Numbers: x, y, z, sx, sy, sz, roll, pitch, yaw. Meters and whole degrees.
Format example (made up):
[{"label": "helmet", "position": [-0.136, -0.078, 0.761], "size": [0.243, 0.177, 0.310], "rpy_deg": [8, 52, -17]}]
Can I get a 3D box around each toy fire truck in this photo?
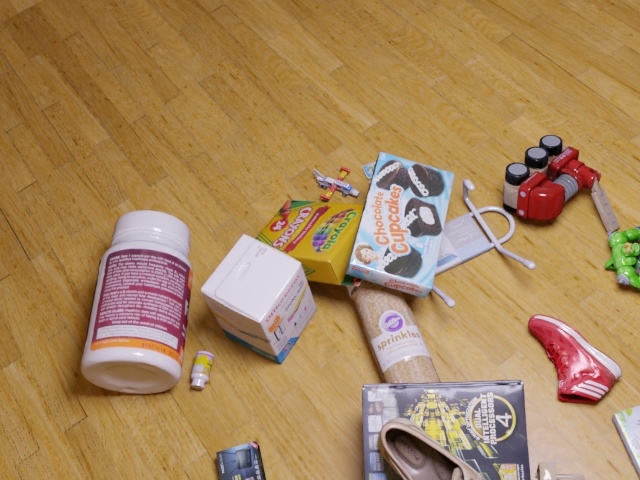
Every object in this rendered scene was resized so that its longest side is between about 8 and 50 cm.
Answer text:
[{"label": "toy fire truck", "position": [0.590, -0.109, 1.790], "size": [0.217, 0.158, 0.246], "rpy_deg": [-37, 50, -27]}]

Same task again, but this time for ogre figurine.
[{"label": "ogre figurine", "position": [0.723, 0.046, 1.702], "size": [0.118, 0.097, 0.197], "rpy_deg": [6, 73, -7]}]

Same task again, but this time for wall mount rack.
[{"label": "wall mount rack", "position": [0.327, 0.021, 1.760], "size": [0.350, 0.130, 0.304], "rpy_deg": [-25, 57, -5]}]

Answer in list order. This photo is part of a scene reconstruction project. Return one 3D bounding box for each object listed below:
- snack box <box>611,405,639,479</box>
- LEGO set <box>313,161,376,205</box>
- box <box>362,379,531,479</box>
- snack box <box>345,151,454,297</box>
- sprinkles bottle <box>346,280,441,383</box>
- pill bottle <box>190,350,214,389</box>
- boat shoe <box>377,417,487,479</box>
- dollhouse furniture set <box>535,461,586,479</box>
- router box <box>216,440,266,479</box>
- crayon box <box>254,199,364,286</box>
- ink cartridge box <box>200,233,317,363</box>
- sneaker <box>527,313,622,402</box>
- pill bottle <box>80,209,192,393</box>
[{"label": "snack box", "position": [0.669, 0.407, 1.508], "size": [0.100, 0.037, 0.141], "rpy_deg": [-17, 56, 1]}, {"label": "LEGO set", "position": [0.090, -0.131, 1.944], "size": [0.244, 0.060, 0.182], "rpy_deg": [-18, 53, -2]}, {"label": "box", "position": [0.245, 0.473, 1.442], "size": [0.318, 0.097, 0.395], "rpy_deg": [-2, 76, 9]}, {"label": "snack box", "position": [0.185, -0.041, 1.693], "size": [0.187, 0.060, 0.322], "rpy_deg": [17, 58, 0]}, {"label": "sprinkles bottle", "position": [0.164, 0.212, 1.673], "size": [0.121, 0.121, 0.355], "rpy_deg": [-19, 57, -3]}, {"label": "pill bottle", "position": [-0.277, 0.303, 1.737], "size": [0.043, 0.043, 0.083], "rpy_deg": [3, 59, 12]}, {"label": "boat shoe", "position": [0.236, 0.457, 1.341], "size": [0.341, 0.110, 0.122], "rpy_deg": [38, 84, 15]}, {"label": "dollhouse furniture set", "position": [0.456, 0.520, 1.387], "size": [0.101, 0.182, 0.161], "rpy_deg": [0, 57, 10]}, {"label": "router box", "position": [-0.167, 0.502, 1.594], "size": [0.092, 0.038, 0.122], "rpy_deg": [-17, 57, 0]}, {"label": "crayon box", "position": [0.000, 0.000, 1.776], "size": [0.318, 0.081, 0.202], "rpy_deg": [6, 45, 38]}, {"label": "ink cartridge box", "position": [-0.134, 0.137, 1.704], "size": [0.168, 0.233, 0.171], "rpy_deg": [24, 65, 23]}, {"label": "sneaker", "position": [0.520, 0.261, 1.601], "size": [0.221, 0.087, 0.128], "rpy_deg": [34, 68, 28]}, {"label": "pill bottle", "position": [-0.421, 0.141, 1.759], "size": [0.224, 0.224, 0.392], "rpy_deg": [-4, 58, 8]}]
